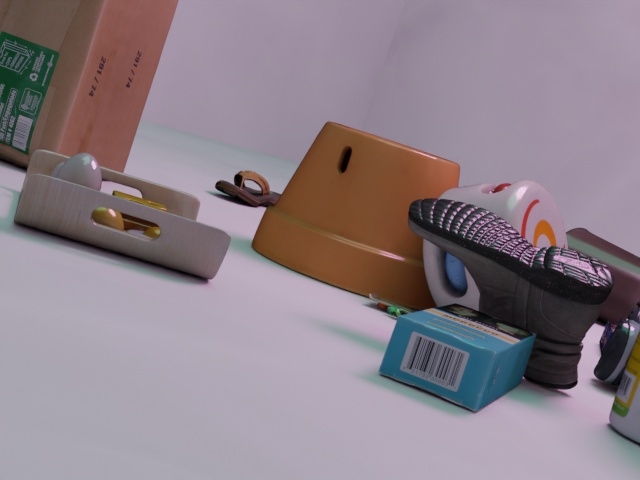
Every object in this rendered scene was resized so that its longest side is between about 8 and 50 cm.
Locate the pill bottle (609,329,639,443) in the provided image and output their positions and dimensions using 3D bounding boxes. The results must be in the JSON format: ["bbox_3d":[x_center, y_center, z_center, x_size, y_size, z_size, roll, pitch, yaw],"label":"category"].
[{"bbox_3d":[0.396,0.096,1.283,0.136,0.245,0.136,18,6,-2],"label":"pill bottle"}]

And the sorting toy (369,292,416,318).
[{"bbox_3d":[0.089,0.084,1.584,0.062,0.012,0.083,25,4,11],"label":"sorting toy"}]

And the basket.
[{"bbox_3d":[0.553,0.089,2.348,0.227,0.154,0.204,27,8,34],"label":"basket"}]

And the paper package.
[{"bbox_3d":[-0.371,-0.268,1.889,0.168,0.325,0.309,20,5,11],"label":"paper package"}]

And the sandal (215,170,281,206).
[{"bbox_3d":[-0.125,-0.100,2.392,0.090,0.060,0.219,21,6,27],"label":"sandal"}]

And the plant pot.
[{"bbox_3d":[0.069,-0.043,1.781,0.291,0.203,0.291,17,6,-2],"label":"plant pot"}]

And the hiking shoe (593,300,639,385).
[{"bbox_3d":[0.444,0.157,1.650,0.132,0.113,0.304,30,18,17],"label":"hiking shoe"}]

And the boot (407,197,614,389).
[{"bbox_3d":[0.189,0.065,1.402,0.246,0.161,0.083,25,30,13],"label":"boot"}]

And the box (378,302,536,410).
[{"bbox_3d":[0.144,0.112,1.266,0.100,0.060,0.244,20,6,17],"label":"box"}]

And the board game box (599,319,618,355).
[{"bbox_3d":[0.543,0.186,1.899,0.243,0.042,0.165,19,6,9],"label":"board game box"}]

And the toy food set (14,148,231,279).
[{"bbox_3d":[-0.227,-0.049,1.446,0.220,0.092,0.306,17,7,-13],"label":"toy food set"}]

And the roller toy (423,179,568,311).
[{"bbox_3d":[0.226,0.017,1.660,0.146,0.209,0.191,-5,-42,33],"label":"roller toy"}]
